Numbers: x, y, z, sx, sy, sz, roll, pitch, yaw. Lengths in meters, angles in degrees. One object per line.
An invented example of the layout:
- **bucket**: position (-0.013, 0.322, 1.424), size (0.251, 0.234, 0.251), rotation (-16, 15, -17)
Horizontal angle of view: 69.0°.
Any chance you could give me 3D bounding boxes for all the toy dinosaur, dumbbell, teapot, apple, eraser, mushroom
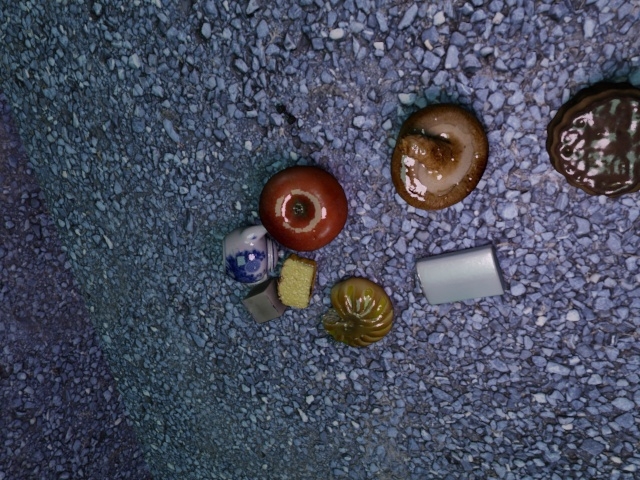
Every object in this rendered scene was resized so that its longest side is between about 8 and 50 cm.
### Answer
- **toy dinosaur**: position (0.057, 0.460, 2.153), size (0.083, 0.030, 0.047), rotation (27, 119, 13)
- **dumbbell**: position (-0.132, -0.491, 1.821), size (0.083, 0.040, 0.036), rotation (47, 156, 0)
- **teapot**: position (-0.287, 0.063, 2.039), size (0.280, 0.252, 0.424), rotation (-1, 139, -12)
- **apple**: position (-0.068, -0.123, 1.788), size (0.348, 0.277, 0.348), rotation (1, 101, 7)
- **eraser**: position (0.518, 0.132, 1.742), size (0.290, 0.104, 0.189), rotation (-14, 101, 30)
- **mushroom**: position (0.390, -0.277, 1.541), size (0.345, 0.239, 0.345), rotation (-4, 129, -5)

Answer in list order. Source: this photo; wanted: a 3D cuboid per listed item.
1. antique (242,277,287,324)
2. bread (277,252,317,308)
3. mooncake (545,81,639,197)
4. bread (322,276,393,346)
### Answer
- **antique**: position (-0.243, 0.277, 2.144), size (0.147, 0.148, 0.152), rotation (-24, 109, 28)
- **bread**: position (-0.093, 0.159, 2.031), size (0.160, 0.147, 0.260), rotation (11, 120, 11)
- **mooncake**: position (0.832, -0.292, 1.354), size (0.324, 0.187, 0.324), rotation (9, 116, 20)
- **bread**: position (0.155, 0.318, 1.966), size (0.333, 0.160, 0.333), rotation (10, 117, 20)
